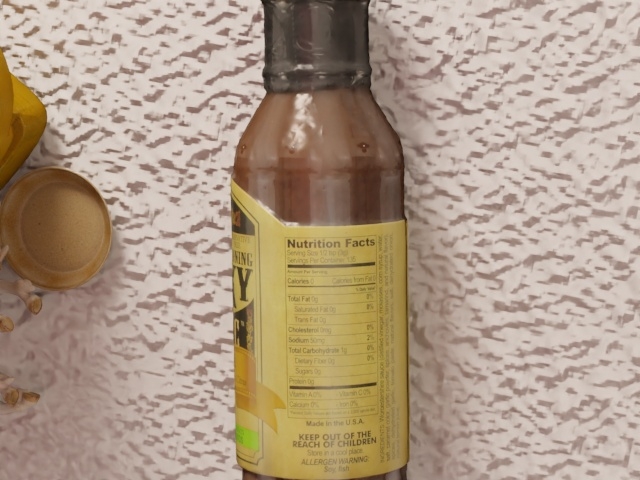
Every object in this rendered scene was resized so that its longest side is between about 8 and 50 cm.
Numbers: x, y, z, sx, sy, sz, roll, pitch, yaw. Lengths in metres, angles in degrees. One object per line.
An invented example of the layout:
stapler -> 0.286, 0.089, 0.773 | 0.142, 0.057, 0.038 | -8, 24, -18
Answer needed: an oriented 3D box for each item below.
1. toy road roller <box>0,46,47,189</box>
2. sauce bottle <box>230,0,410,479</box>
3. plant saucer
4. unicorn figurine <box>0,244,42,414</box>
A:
toy road roller -> -0.313, -0.028, 0.986 | 0.202, 0.240, 0.329 | 41, 115, 6
sauce bottle -> 0.000, 0.000, 0.964 | 0.111, 0.111, 0.345 | 1, 94, 15
plant saucer -> -0.175, -0.008, 1.055 | 0.083, 0.015, 0.083 | 2, 96, 15
unicorn figurine -> -0.246, 0.081, 1.067 | 0.111, 0.060, 0.162 | 7, 83, 25
